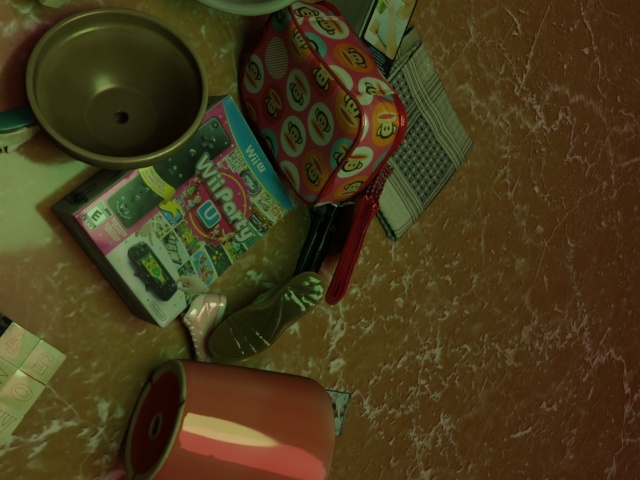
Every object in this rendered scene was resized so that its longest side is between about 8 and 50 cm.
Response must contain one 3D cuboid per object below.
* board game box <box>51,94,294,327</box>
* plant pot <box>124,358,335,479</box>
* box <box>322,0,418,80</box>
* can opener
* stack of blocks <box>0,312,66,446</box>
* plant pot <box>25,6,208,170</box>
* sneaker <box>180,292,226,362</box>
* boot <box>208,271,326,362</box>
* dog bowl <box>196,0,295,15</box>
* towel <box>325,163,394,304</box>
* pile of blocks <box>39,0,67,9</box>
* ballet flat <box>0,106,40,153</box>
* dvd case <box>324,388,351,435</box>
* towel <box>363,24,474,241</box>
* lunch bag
[{"bbox_3d":[-0.215,-0.052,1.097,0.303,0.097,0.224,-45,121,-26],"label":"board game box"},{"bbox_3d":[-0.153,0.313,1.105,0.243,0.275,0.275,24,81,-29],"label":"plant pot"},{"bbox_3d":[0.073,-0.390,1.235,0.087,0.169,0.290,28,80,-35],"label":"box"},{"bbox_3d":[0.000,0.000,1.296,0.073,0.059,0.186,27,79,-38],"label":"can opener"},{"bbox_3d":[-0.470,0.231,0.884,0.087,0.171,0.297,45,68,-33],"label":"stack of blocks"},{"bbox_3d":[-0.280,-0.194,0.988,0.237,0.110,0.237,5,69,-13],"label":"plant pot"},{"bbox_3d":[-0.205,0.148,1.164,0.070,0.051,0.134,13,94,-25],"label":"sneaker"},{"bbox_3d":[-0.087,0.126,1.194,0.213,0.165,0.077,-35,91,-3],"label":"boot"},{"bbox_3d":[-0.113,-0.462,0.938,0.348,0.349,0.102,56,43,-29],"label":"dog bowl"},{"bbox_3d":[0.071,-0.020,1.223,0.275,0.031,0.198,-60,171,-69],"label":"towel"},{"bbox_3d":[-0.344,-0.496,0.948,0.112,0.149,0.362,-42,144,-77],"label":"pile of blocks"},{"bbox_3d":[-0.442,-0.135,0.943,0.168,0.057,0.052,-23,138,-30],"label":"ballet flat"},{"bbox_3d":[0.004,0.333,1.374,0.119,0.013,0.087,19,84,-39],"label":"dvd case"},{"bbox_3d":[0.170,-0.215,1.405,0.312,0.056,0.324,-48,121,-23],"label":"towel"},{"bbox_3d":[-0.016,-0.200,1.110,0.120,0.258,0.293,-11,61,-38],"label":"lunch bag"}]
